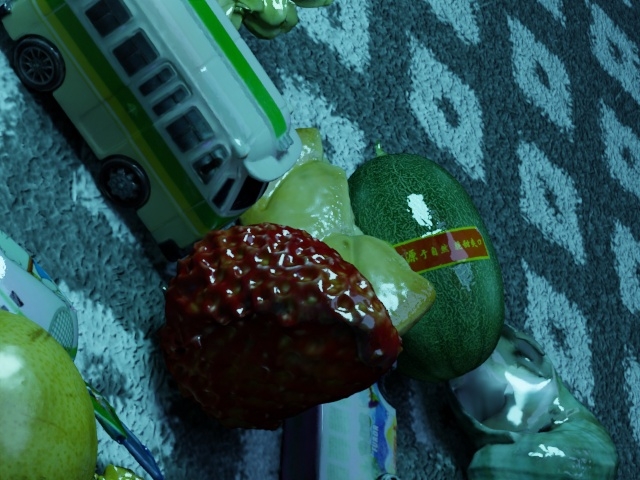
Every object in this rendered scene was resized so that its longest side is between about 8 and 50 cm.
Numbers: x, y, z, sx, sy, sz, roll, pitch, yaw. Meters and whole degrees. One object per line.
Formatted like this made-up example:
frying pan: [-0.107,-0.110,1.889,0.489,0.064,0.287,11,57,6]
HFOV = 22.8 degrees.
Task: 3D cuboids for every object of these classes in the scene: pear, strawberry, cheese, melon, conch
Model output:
pear: [-0.262,0.161,1.160,0.209,0.209,0.209,34,42,-37]
strawberry: [-0.030,0.082,1.488,0.205,0.244,0.205,-6,99,-43]
cheese: [-0.237,0.080,1.319,0.320,0.083,0.204,49,-5,-17]
melon: [0.107,0.020,1.802,0.182,0.182,0.288,-2,68,-55]
conch: [0.241,0.240,1.852,0.220,0.195,0.277,16,76,-25]

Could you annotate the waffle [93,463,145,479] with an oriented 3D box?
waffle: [-0.170,0.284,1.280,0.193,0.070,0.197,-93,176,-55]

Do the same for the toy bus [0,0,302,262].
toy bus: [-0.153,-0.152,1.566,0.305,0.179,0.143,56,33,-10]

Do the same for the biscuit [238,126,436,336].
biscuit: [-0.004,0.001,1.696,0.154,0.045,0.299,-23,57,-19]

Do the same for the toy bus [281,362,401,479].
toy bus: [0.023,0.207,1.635,0.112,0.090,0.274,28,43,-29]

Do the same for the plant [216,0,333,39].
plant: [-0.089,-0.363,1.739,0.297,0.261,0.306,-15,69,-56]
